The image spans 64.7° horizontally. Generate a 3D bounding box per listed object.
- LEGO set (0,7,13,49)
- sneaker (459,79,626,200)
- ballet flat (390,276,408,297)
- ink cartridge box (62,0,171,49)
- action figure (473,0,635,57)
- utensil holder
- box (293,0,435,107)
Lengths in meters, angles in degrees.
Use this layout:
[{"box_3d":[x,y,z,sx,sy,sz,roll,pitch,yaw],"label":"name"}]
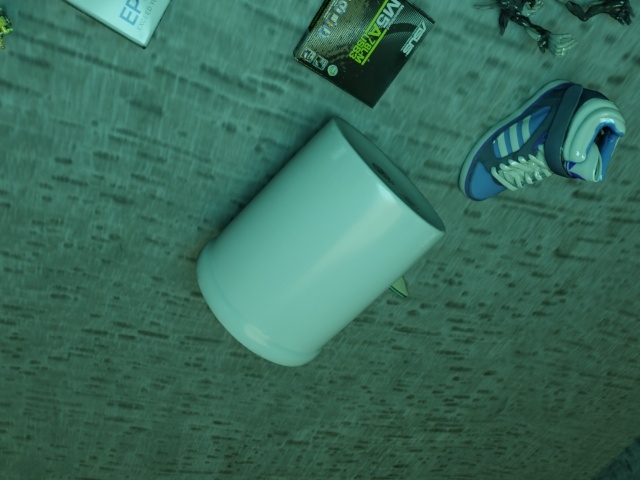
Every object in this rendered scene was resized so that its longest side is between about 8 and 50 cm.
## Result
[{"box_3d":[-0.571,-0.354,0.646,0.254,0.192,0.332,-24,129,-23],"label":"LEGO set"},{"box_3d":[0.440,-0.159,1.013,0.130,0.236,0.323,29,116,-29],"label":"sneaker"},{"box_3d":[0.140,0.058,1.224,0.248,0.086,0.086,31,116,-28],"label":"ballet flat"},{"box_3d":[-0.306,-0.483,0.649,0.330,0.071,0.324,26,94,-29],"label":"ink cartridge box"},{"box_3d":[0.420,-0.422,0.874,0.275,0.141,0.164,-10,140,-6],"label":"action figure"},{"box_3d":[0.000,0.000,0.997,0.327,0.328,0.385,34,111,-31],"label":"utensil holder"},{"box_3d":[0.076,-0.363,0.907,0.184,0.045,0.191,26,118,-25],"label":"box"}]
